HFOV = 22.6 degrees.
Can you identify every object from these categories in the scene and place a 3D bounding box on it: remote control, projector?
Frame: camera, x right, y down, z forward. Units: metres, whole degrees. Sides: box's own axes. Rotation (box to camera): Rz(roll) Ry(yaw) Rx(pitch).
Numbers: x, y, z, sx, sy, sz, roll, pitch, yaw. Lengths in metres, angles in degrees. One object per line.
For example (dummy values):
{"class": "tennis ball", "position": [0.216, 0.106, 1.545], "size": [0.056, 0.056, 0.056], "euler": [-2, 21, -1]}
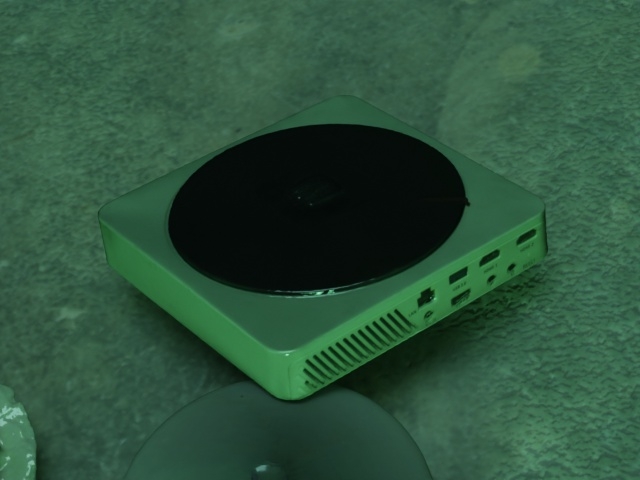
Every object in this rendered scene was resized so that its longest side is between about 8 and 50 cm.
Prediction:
{"class": "remote control", "position": [-0.016, 0.224, 1.057], "size": [0.221, 0.103, 0.332], "euler": [-12, 49, -8]}
{"class": "projector", "position": [0.000, 0.000, 1.233], "size": [0.257, 0.079, 0.259], "euler": [-28, 39, -26]}

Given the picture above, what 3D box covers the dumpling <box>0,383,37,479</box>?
{"class": "dumpling", "position": [-0.286, 0.178, 1.162], "size": [0.188, 0.108, 0.127], "euler": [-32, 76, -32]}
